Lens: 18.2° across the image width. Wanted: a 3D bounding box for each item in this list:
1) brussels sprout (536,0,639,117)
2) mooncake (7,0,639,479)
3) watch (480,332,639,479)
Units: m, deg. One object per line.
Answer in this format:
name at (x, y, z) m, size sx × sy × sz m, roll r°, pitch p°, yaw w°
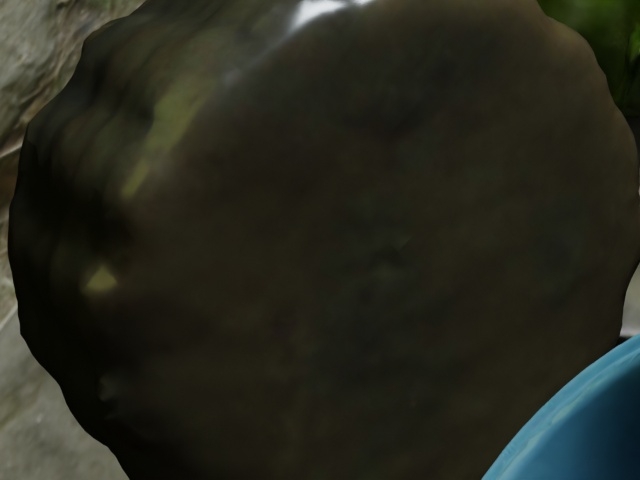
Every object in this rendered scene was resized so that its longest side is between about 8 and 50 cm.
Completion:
brussels sprout at (0.107, -0.127, 0.815) m, size 0.181 × 0.100 × 0.139 m, roll 54°, pitch 124°, yaw 33°
mooncake at (0.000, 0.000, 0.733) m, size 0.228 × 0.228 × 0.124 m, roll -58°, pitch 34°, yaw -1°
watch at (0.123, 0.111, 0.559) m, size 0.211 × 0.211 × 0.193 m, roll -34°, pitch 27°, yaw 28°
